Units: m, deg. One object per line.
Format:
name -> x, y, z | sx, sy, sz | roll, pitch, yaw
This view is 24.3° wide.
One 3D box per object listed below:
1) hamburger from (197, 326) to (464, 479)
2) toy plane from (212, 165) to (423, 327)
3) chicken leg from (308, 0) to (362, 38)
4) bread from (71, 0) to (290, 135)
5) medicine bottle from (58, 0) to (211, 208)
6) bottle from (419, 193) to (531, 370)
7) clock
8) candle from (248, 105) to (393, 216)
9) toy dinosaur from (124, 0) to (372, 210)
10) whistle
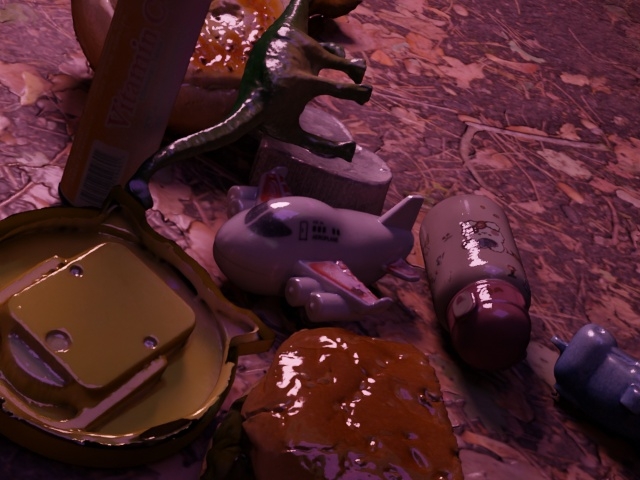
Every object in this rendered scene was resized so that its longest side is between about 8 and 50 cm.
hamburger -> -0.005, 0.199, 1.275 | 0.209, 0.162, 0.330 | 11, 38, -23
toy plane -> -0.001, 0.003, 1.621 | 0.252, 0.118, 0.252 | 14, 32, -9
chicken leg -> -0.061, -0.333, 2.070 | 0.361, 0.140, 0.211 | -12, 37, -39
bread -> -0.168, -0.259, 1.829 | 0.305, 0.159, 0.305 | 12, 57, -20
medicine bottle -> -0.175, -0.216, 1.538 | 0.108, 0.426, 0.108 | 18, 31, -11
bottle -> 0.177, 0.051, 1.668 | 0.110, 0.110, 0.233 | 15, 32, -14
clock -> -0.213, 0.090, 1.386 | 0.293, 0.071, 0.277 | -25, 65, -43
candle -> -0.014, -0.093, 1.803 | 0.168, 0.068, 0.192 | -9, 40, -41
toy dinosaur -> -0.093, -0.190, 1.679 | 0.301, 0.087, 0.447 | 8, 51, -23
whistle -> 0.359, 0.184, 1.603 | 0.269, 0.093, 0.180 | 34, 7, 14
